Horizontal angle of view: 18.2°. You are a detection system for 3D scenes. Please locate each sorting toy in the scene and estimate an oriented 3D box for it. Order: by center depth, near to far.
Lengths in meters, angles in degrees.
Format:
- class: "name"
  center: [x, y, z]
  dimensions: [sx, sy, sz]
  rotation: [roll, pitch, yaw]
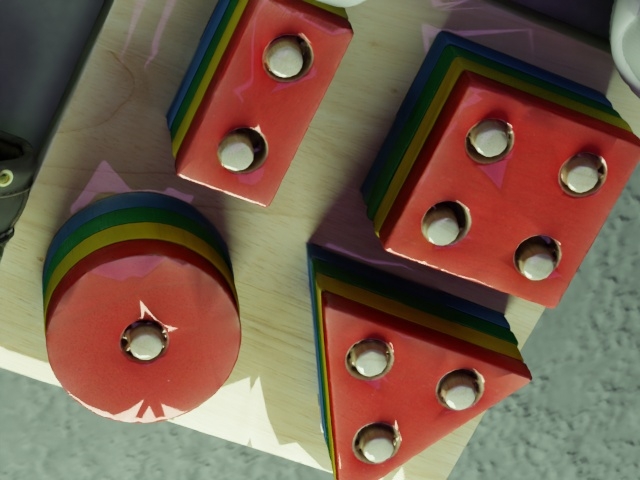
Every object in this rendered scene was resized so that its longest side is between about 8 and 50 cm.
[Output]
- class: "sorting toy"
  center: [0.000, 0.000, 0.916]
  dimensions: [0.257, 0.089, 0.255]
  rotation: [20, 113, -19]

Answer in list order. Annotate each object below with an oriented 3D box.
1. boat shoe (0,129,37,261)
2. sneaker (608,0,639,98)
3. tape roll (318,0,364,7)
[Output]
- class: "boat shoe"
  center: [-0.236, -0.047, 0.863]
  dimensions: [0.228, 0.081, 0.068]
  rotation: [18, 110, -25]
- class: "sneaker"
  center: [0.264, -0.082, 0.888]
  dimensions: [0.281, 0.115, 0.105]
  rotation: [11, 92, -20]
- class: "tape roll"
  center: [-0.034, -0.221, 0.706]
  dimensions: [0.169, 0.246, 0.246]
  rotation: [15, 114, -16]
